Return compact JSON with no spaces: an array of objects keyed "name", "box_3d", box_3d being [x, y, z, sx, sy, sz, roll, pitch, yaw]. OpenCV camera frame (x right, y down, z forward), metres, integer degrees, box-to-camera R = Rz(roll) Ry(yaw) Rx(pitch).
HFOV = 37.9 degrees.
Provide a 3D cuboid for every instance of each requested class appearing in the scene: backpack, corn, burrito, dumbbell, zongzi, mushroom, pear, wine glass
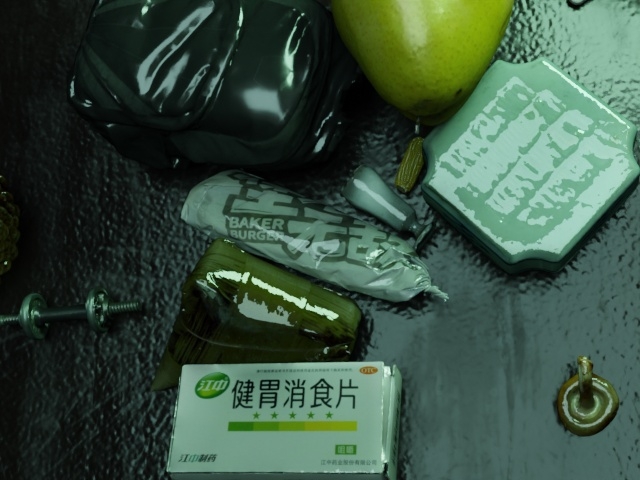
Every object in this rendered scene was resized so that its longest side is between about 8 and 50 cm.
[{"name":"backpack","box_3d":[-0.152,-0.268,1.483,0.445,0.255,0.364,20,86,21]},{"name":"corn","box_3d":[0.147,-0.122,1.507,0.037,0.037,0.092,21,82,13]},{"name":"burrito","box_3d":[0.000,0.000,1.462,0.445,0.139,0.101,21,128,15]},{"name":"dumbbell","box_3d":[-0.418,0.120,1.535,0.253,0.081,0.082,-7,78,9]},{"name":"zongzi","box_3d":[-0.105,0.175,1.464,0.273,0.145,0.300,23,119,-3]},{"name":"mushroom","box_3d":[0.395,0.222,1.375,0.088,0.073,0.130,6,114,25]},{"name":"pear","box_3d":[0.134,-0.333,1.336,0.284,0.285,0.336,18,61,13]},{"name":"wine glass","box_3d":[0.110,-0.050,1.481,0.155,0.072,0.072,39,88,14]}]

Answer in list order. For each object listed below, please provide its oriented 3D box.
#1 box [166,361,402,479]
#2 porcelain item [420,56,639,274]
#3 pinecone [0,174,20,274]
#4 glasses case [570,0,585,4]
[{"name":"box","box_3d":[-0.045,0.285,1.384,0.332,0.145,0.173,-2,60,9]},{"name":"porcelain item","box_3d":[0.314,-0.109,1.413,0.281,0.157,0.286,41,90,17]},{"name":"pinecone","box_3d":[-0.642,-0.032,1.543,0.292,0.246,0.246,20,83,33]},{"name":"glasses case","box_3d":[0.440,-0.416,1.520,0.083,0.021,0.032,-35,78,2]}]
